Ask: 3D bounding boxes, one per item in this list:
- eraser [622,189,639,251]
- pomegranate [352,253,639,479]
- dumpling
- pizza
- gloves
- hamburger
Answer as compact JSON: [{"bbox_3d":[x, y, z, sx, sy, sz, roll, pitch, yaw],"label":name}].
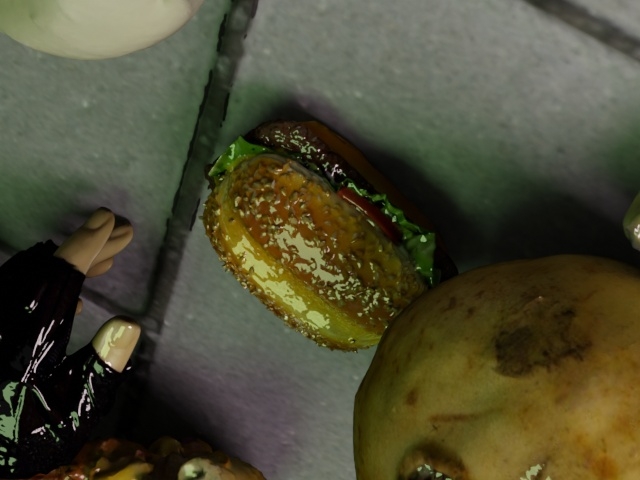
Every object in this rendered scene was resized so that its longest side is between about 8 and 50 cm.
[{"bbox_3d":[0.253,-0.020,0.954,0.117,0.058,0.172,37,144,-9],"label":"eraser"},{"bbox_3d":[0.142,0.124,1.057,0.260,0.260,0.260,20,143,16],"label":"pomegranate"},{"bbox_3d":[-0.124,-0.181,0.989,0.132,0.162,0.250,8,169,-31],"label":"dumpling"},{"bbox_3d":[-0.186,0.215,1.435,0.278,0.114,0.409,-3,169,-22],"label":"pizza"},{"bbox_3d":[-0.198,0.065,1.291,0.164,0.124,0.203,29,109,33],"label":"gloves"},{"bbox_3d":[0.000,0.000,1.142,0.166,0.087,0.137,41,143,-12],"label":"hamburger"}]
